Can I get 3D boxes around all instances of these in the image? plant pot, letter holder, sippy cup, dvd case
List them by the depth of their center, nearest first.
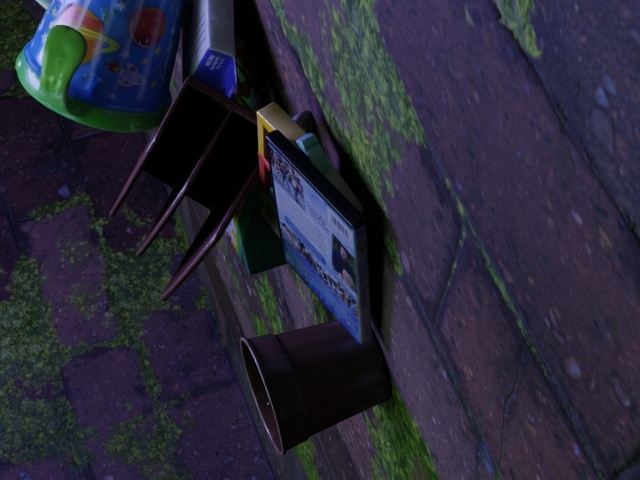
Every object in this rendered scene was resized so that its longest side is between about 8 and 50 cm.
[{"bbox_3d":[0.000,0.000,1.353,0.180,0.022,0.253,47,159,31],"label":"dvd case"},{"bbox_3d":[-0.004,0.184,1.472,0.167,0.165,0.167,163,90,-77],"label":"plant pot"},{"bbox_3d":[-0.211,-0.059,1.585,0.152,0.214,0.302,31,152,-10],"label":"letter holder"},{"bbox_3d":[-0.304,-0.313,1.610,0.224,0.240,0.305,-64,32,27],"label":"sippy cup"}]

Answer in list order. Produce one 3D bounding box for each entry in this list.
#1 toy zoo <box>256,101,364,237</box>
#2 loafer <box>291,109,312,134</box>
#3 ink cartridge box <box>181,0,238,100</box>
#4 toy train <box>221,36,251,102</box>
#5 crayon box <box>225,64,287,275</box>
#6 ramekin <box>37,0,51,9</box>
[{"bbox_3d":[-0.016,-0.050,1.403,0.192,0.030,0.293,51,160,23],"label":"toy zoo"},{"bbox_3d":[-0.024,-0.122,1.440,0.045,0.039,0.125,31,155,18],"label":"loafer"},{"bbox_3d":[-0.166,-0.292,1.598,0.223,0.045,0.224,147,121,-71],"label":"ink cartridge box"},{"bbox_3d":[-0.139,-0.264,1.673,0.125,0.046,0.166,142,125,-70],"label":"toy train"},{"bbox_3d":[-0.141,-0.130,1.823,0.203,0.083,0.323,-125,21,-52],"label":"crayon box"},{"bbox_3d":[-0.385,-0.528,1.861,0.303,0.148,0.303,18,132,21],"label":"ramekin"}]
